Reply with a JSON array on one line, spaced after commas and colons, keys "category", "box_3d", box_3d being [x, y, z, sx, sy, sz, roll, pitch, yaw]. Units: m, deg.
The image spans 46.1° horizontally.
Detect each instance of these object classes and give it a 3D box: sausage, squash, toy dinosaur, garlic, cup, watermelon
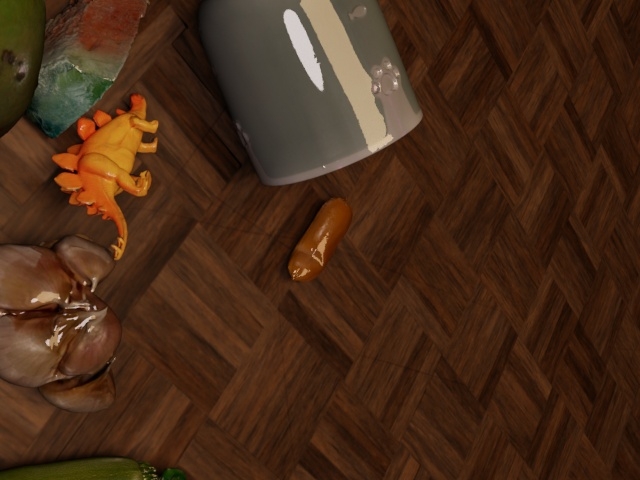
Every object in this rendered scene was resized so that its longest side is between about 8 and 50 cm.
[{"category": "sausage", "box_3d": [0.000, 0.000, 1.226, 0.062, 0.054, 0.183, 31, 65, -4]}, {"category": "squash", "box_3d": [-0.313, 0.297, 0.901, 0.258, 0.069, 0.069, 8, 84, -45]}, {"category": "toy dinosaur", "box_3d": [-0.267, -0.090, 0.925, 0.117, 0.070, 0.288, 10, 50, -9]}, {"category": "garlic", "box_3d": [-0.311, 0.098, 0.856, 0.160, 0.191, 0.214, 2, 100, -20]}, {"category": "cup", "box_3d": [-0.013, -0.277, 1.115, 0.356, 0.260, 0.274, -68, 138, -63]}, {"category": "watermelon", "box_3d": [-0.278, -0.257, 0.924, 0.094, 0.154, 0.241, 44, 47, -34]}]

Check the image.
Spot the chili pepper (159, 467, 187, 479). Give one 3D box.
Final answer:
[{"category": "chili pepper", "box_3d": [-0.232, 0.426, 0.980, 0.100, 0.074, 0.256, 30, 64, -37]}]

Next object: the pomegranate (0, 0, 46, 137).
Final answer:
[{"category": "pomegranate", "box_3d": [-0.387, -0.235, 0.705, 0.291, 0.291, 0.323, 39, 62, -36]}]
